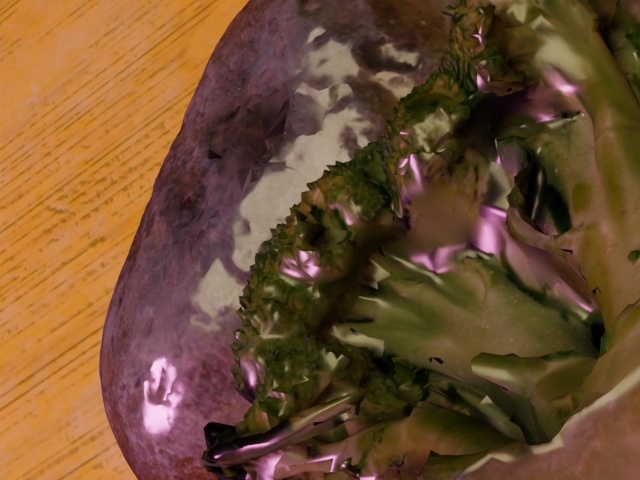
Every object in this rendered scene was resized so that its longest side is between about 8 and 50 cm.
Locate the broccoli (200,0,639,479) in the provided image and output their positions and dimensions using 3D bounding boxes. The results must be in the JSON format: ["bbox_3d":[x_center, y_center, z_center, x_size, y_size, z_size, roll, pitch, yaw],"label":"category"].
[{"bbox_3d":[0.124,0.050,0.554,0.321,0.283,0.304,22,98,7],"label":"broccoli"}]

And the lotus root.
[{"bbox_3d":[-0.002,-0.001,0.750,0.175,0.175,0.349,29,89,40],"label":"lotus root"}]
